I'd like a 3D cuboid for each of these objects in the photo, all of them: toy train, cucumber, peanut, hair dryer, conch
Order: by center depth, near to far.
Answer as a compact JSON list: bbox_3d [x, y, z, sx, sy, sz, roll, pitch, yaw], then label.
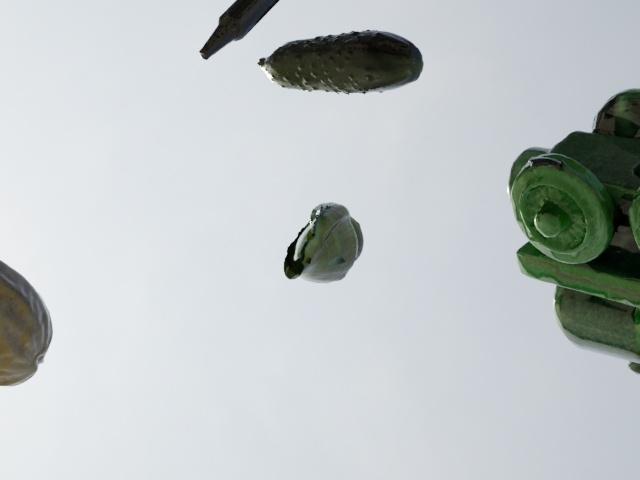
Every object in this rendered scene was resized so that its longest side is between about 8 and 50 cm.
[{"bbox_3d":[0.171,0.020,0.449,0.251,0.085,0.119,16,-49,49],"label":"toy train"},{"bbox_3d":[-0.031,-0.233,1.226,0.173,0.195,0.050,8,-37,28],"label":"hair dryer"},{"bbox_3d":[0.016,-0.189,1.401,0.227,0.069,0.069,5,-74,43],"label":"cucumber"},{"bbox_3d":[0.003,0.002,1.493,0.079,0.201,0.095,17,-89,9],"label":"conch"},{"bbox_3d":[-0.438,0.051,1.592,0.149,0.149,0.313,-13,-62,38],"label":"peanut"}]
